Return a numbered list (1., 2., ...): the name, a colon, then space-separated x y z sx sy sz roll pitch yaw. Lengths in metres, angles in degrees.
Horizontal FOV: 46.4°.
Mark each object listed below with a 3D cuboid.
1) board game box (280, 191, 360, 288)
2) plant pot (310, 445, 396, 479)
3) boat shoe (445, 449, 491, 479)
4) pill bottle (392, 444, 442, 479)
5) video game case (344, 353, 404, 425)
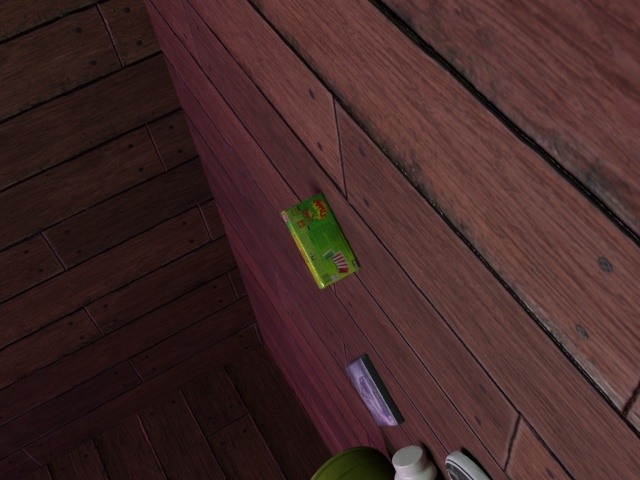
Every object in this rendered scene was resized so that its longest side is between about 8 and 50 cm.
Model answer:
1. board game box: 0.000 0.000 1.566 0.181 0.092 0.043 63 167 -2
2. plant pot: 0.177 0.843 2.154 0.353 0.367 0.366 22 139 54
3. boat shoe: 0.319 0.556 1.440 0.306 0.105 0.113 56 166 25
4. pill bottle: 0.246 0.603 1.823 0.193 0.108 0.108 66 167 -17
5. video game case: 0.141 0.414 2.035 0.196 0.026 0.274 60 166 9
